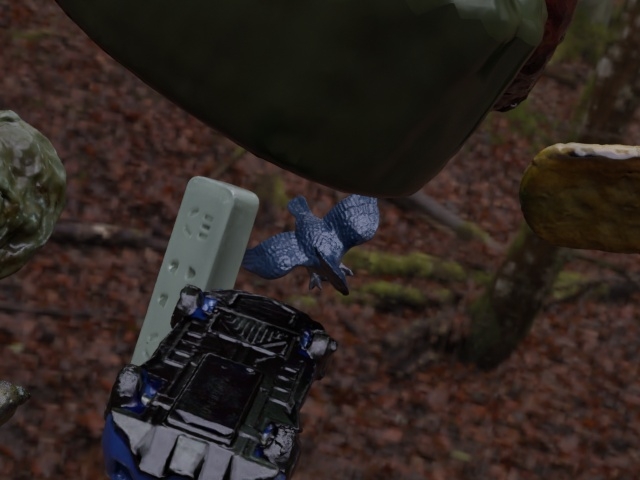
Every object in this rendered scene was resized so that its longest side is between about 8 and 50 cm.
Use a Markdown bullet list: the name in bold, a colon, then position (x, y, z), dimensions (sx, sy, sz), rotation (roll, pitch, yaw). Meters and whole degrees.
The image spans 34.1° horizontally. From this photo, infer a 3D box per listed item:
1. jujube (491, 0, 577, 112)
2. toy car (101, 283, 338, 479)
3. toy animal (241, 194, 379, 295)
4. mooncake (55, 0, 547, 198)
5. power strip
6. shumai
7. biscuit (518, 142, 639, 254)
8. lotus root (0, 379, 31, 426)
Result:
- **jujube**: position (0.198, -0.257, 1.230), dimensions (0.216, 0.216, 0.342), rotation (15, -12, 15)
- **toy car**: position (-0.054, 0.087, 0.590), dimensions (0.103, 0.063, 0.216), rotation (19, 19, 3)
- **toy animal**: position (0.000, 0.000, 1.549), dimensions (0.239, 0.176, 0.255), rotation (-27, 55, -7)
- **mooncake**: position (-0.015, -0.204, 0.742), dimensions (0.356, 0.194, 0.356), rotation (31, 23, -15)
- **power strip**: position (-0.182, 0.109, 1.357), dimensions (0.091, 0.385, 0.062), rotation (20, 3, 36)
- **shumai**: position (-0.485, -0.101, 1.267), dimensions (0.330, 0.288, 0.292), rotation (-15, 51, -16)
- **biscuit**: position (0.312, -0.037, 0.985), dimensions (0.247, 0.118, 0.029), rotation (5, 39, 18)
- **lotus root**: position (-0.336, 0.167, 1.037), dimensions (0.099, 0.054, 0.049), rotation (-25, 71, -39)
